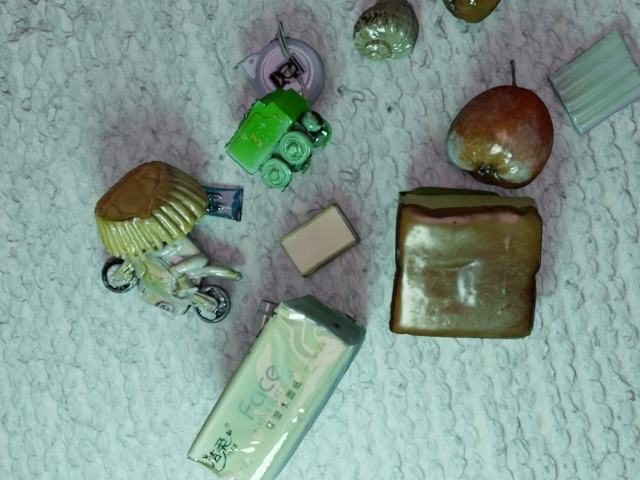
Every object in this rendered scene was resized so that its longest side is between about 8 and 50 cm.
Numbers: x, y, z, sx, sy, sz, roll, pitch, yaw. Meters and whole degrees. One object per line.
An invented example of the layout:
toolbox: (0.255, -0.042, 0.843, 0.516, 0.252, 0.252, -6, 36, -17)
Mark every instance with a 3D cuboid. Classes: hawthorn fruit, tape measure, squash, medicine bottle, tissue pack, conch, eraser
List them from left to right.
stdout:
tissue pack: (-0.263, -0.095, 1.727, 0.138, 0.028, 0.085, 5, 92, 2)
medicine bottle: (-0.137, 0.195, 1.710, 0.052, 0.052, 0.089, 15, 93, 4)
tissue pack: (-0.086, 0.337, 1.572, 0.205, 0.332, 0.404, 32, 94, 8)
tape measure: (-0.083, -0.404, 1.664, 0.178, 0.105, 0.196, -44, 86, 4)
eraser: (0.000, 0.000, 1.690, 0.172, 0.058, 0.117, -34, 89, 5)
conch: (0.165, -0.514, 1.657, 0.155, 0.130, 0.207, 30, 69, -29)
squash: (0.312, -0.095, 1.657, 0.252, 0.066, 0.066, 5, 92, 5)
hawthorn fruit: (0.363, -0.599, 1.609, 0.149, 0.149, 0.189, 34, 71, 3)
hawthorn fruit: (0.424, -0.236, 1.562, 0.263, 0.231, 0.235, -39, 99, 10)

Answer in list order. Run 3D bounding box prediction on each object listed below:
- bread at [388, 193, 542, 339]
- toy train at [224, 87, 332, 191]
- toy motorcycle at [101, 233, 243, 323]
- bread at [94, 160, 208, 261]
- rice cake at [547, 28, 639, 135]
bread: (0.327, 0.059, 1.594, 0.333, 0.143, 0.323, 1, 108, 5)
toy train: (-0.097, -0.238, 1.620, 0.188, 0.132, 0.243, 43, 132, -2)
toy motorcycle: (-0.362, 0.067, 1.701, 0.341, 0.108, 0.222, 20, 90, 5)
bread: (-0.404, -0.082, 1.627, 0.274, 0.274, 0.149, -11, 135, 5)
rice cake: (0.660, -0.374, 1.634, 0.198, 0.037, 0.189, -27, 89, 5)
